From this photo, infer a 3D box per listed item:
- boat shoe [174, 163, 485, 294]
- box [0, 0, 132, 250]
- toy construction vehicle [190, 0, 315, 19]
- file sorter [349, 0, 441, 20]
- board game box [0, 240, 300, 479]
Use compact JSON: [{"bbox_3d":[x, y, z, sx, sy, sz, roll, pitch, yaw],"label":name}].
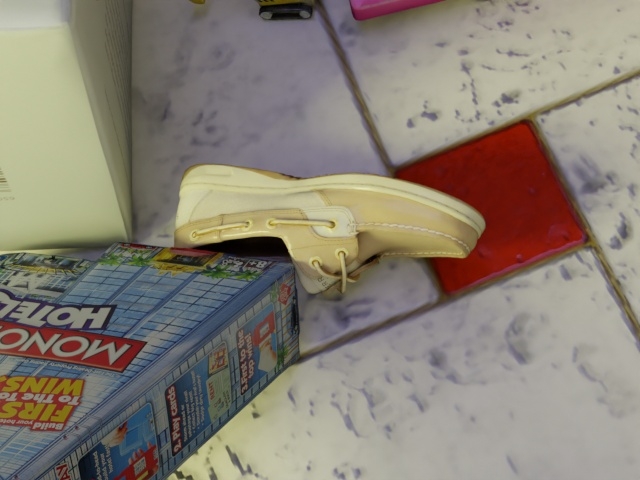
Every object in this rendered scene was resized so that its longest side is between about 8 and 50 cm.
[{"bbox_3d":[0.000,0.000,0.569,0.170,0.063,0.059,5,70,24],"label":"boat shoe"},{"bbox_3d":[-0.195,-0.191,0.591,0.168,0.215,0.345,-2,65,-3],"label":"box"},{"bbox_3d":[-0.029,-0.180,0.665,0.098,0.035,0.086,3,67,13],"label":"toy construction vehicle"},{"bbox_3d":[0.131,-0.271,0.562,0.291,0.182,0.202,-13,79,3],"label":"file sorter"},{"bbox_3d":[-0.132,0.069,0.502,0.194,0.060,0.194,6,29,17],"label":"board game box"}]
